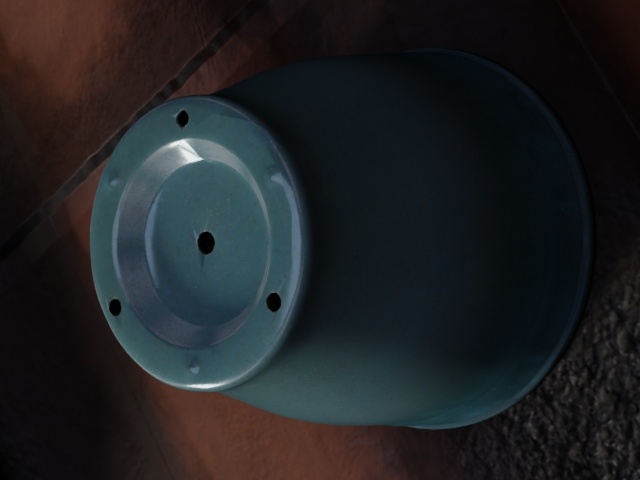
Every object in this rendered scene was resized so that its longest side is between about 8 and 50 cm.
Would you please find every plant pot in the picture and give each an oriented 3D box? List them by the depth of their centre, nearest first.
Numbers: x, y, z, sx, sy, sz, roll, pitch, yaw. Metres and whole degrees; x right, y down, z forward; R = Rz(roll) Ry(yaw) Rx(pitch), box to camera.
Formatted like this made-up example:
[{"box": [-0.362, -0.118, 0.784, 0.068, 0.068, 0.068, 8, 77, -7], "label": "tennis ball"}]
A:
[{"box": [0.000, 0.000, 1.167, 0.271, 0.255, 0.272, 1, 91, 38], "label": "plant pot"}]
